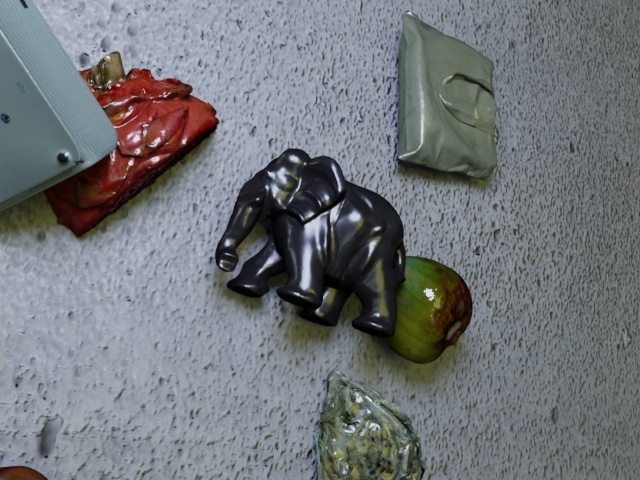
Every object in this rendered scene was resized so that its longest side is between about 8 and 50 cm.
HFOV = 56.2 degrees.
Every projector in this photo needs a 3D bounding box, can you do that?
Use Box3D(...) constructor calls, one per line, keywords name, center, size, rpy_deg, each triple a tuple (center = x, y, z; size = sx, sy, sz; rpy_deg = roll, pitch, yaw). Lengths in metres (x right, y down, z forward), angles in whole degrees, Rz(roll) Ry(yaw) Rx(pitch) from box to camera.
Box3D(name="projector", center=(-0.419, -0.179, 0.767), size=(0.250, 0.198, 0.108), rpy_deg=(62, 20, -22))

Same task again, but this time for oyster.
Box3D(name="oyster", center=(0.082, 0.370, 1.039), size=(0.199, 0.112, 0.267), rpy_deg=(9, 84, -5))

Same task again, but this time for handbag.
Box3D(name="handbag", center=(0.259, -0.290, 1.250), size=(0.253, 0.109, 0.315), rpy_deg=(9, 76, -31))

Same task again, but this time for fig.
Box3D(name="fig", center=(0.183, 0.118, 1.100), size=(0.181, 0.181, 0.191), rpy_deg=(-25, 67, -30))

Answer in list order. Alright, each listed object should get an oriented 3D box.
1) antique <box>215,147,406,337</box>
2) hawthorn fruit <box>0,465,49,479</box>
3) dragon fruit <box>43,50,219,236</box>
Box3D(name="antique", center=(0.000, 0.000, 1.012), size=(0.322, 0.185, 0.255), rpy_deg=(21, 75, -16))
Box3D(name="hawthorn fruit", center=(-0.401, 0.405, 0.726), size=(0.208, 0.208, 0.248), rpy_deg=(-19, 114, -30))
Box3D(name="dragon fruit", center=(-0.305, -0.182, 0.902), size=(0.205, 0.152, 0.317), rpy_deg=(48, 64, -11))
